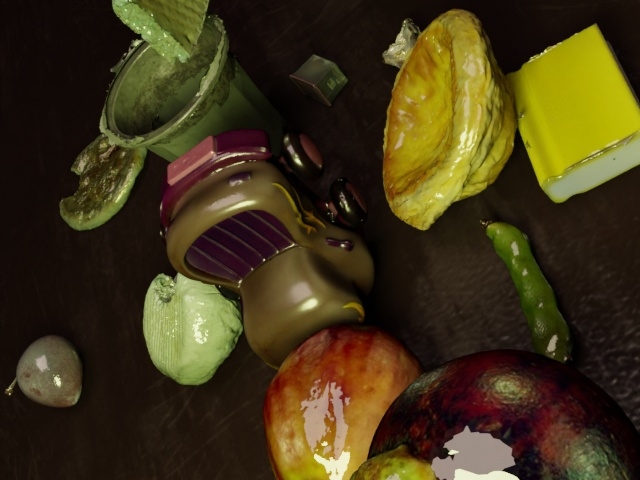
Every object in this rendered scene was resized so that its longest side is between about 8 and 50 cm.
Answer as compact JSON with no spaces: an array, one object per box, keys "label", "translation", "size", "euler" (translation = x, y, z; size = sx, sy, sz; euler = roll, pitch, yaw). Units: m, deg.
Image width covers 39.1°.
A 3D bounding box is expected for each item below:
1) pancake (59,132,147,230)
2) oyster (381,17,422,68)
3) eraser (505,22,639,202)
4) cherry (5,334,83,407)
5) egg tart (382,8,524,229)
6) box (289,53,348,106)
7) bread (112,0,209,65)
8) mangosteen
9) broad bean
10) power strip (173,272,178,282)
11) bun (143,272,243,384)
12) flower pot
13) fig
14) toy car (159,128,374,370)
[{"label":"pancake","translation":[-0.465,-0.137,1.927],"size":[0.253,0.037,0.254],"euler":[-22,52,30]},{"label":"oyster","translation":[0.163,-0.304,1.503],"size":[0.106,0.061,0.200],"euler":[-50,38,30]},{"label":"eraser","translation":[0.351,-0.175,1.237],"size":[0.158,0.069,0.226],"euler":[-28,49,22]},{"label":"cherry","translation":[-0.512,0.269,1.672],"size":[0.148,0.115,0.188],"euler":[39,101,8]},{"label":"egg tart","translation":[0.190,-0.166,1.294],"size":[0.319,0.128,0.319],"euler":[-169,90,-71]},{"label":"box","translation":[-0.002,-0.290,1.616],"size":[0.063,0.060,0.084],"euler":[-52,42,-5]},{"label":"bread","translation":[-0.245,-0.368,1.453],"size":[0.064,0.172,0.232],"euler":[-13,12,33]},{"label":"mangosteen","translation":[0.172,0.272,0.912],"size":[0.306,0.359,0.306],"euler":[12,109,39]},{"label":"broad bean","translation":[0.271,0.061,1.170],"size":[0.052,0.052,0.256],"euler":[111,153,-43]},{"label":"power strip","translation":[-0.229,0.060,1.608],"size":[0.047,0.030,0.191],"euler":[25,81,47]},{"label":"bun","translation":[-0.201,0.129,1.472],"size":[0.212,0.126,0.204],"euler":[32,112,52]},{"label":"flower pot","translation":[-0.205,-0.229,1.605],"size":[0.290,0.259,0.290],"euler":[-22,51,29]},{"label":"fig","translation":[0.030,0.238,1.154],"size":[0.224,0.224,0.263],"euler":[-11,61,35]},{"label":"toy car","translation":[-0.072,0.026,1.272],"size":[0.271,0.340,0.240],"euler":[-33,39,22]}]
